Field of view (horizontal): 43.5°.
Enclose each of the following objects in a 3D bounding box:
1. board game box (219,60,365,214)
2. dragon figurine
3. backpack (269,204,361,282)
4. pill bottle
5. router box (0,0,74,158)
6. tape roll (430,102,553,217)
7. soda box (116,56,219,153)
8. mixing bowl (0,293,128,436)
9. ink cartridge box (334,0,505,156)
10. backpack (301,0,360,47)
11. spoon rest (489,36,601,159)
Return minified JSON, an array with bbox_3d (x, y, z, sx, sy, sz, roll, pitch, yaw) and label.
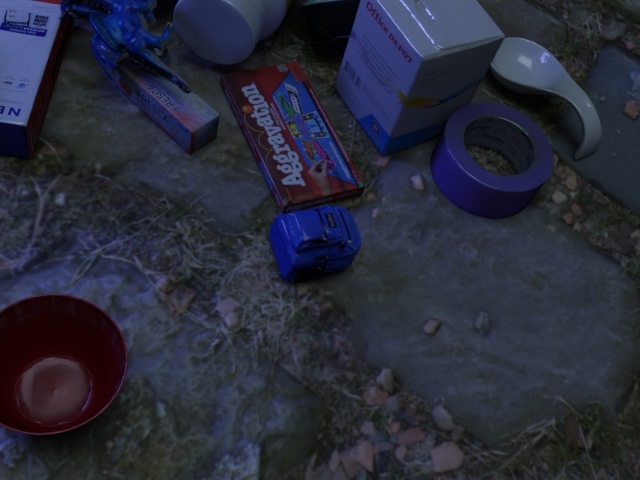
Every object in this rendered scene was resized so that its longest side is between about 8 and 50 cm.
[{"bbox_3d":[-0.050,-0.177,1.322,0.145,0.027,0.281,-16,63,-21],"label":"board game box"},{"bbox_3d":[-0.306,-0.308,1.234,0.144,0.085,0.289,-19,70,-23],"label":"dragon figurine"},{"bbox_3d":[0.000,0.000,1.177,0.120,0.101,0.097,-7,67,-22],"label":"backpack"},{"bbox_3d":[-0.127,-0.467,1.392,0.188,0.188,0.333,20,56,-1],"label":"pill bottle"},{"bbox_3d":[-0.579,-0.289,1.231,0.336,0.082,0.301,8,56,-9],"label":"router box"},{"bbox_3d":[0.286,-0.136,1.345,0.189,0.080,0.189,7,56,-10],"label":"tape roll"},{"bbox_3d":[-0.246,-0.224,1.285,0.183,0.058,0.063,42,58,14],"label":"soda box"},{"bbox_3d":[-0.331,0.168,0.986,0.182,0.098,0.181,7,56,-10],"label":"mixing bowl"},{"bbox_3d":[0.155,-0.294,1.321,0.168,0.232,0.171,-21,65,-25],"label":"ink cartridge box"},{"bbox_3d":[0.054,-0.444,1.430,0.166,0.144,0.188,-7,29,15],"label":"backpack"},{"bbox_3d":[0.415,-0.277,1.466,0.137,0.084,0.276,-25,67,-26],"label":"spoon rest"}]
